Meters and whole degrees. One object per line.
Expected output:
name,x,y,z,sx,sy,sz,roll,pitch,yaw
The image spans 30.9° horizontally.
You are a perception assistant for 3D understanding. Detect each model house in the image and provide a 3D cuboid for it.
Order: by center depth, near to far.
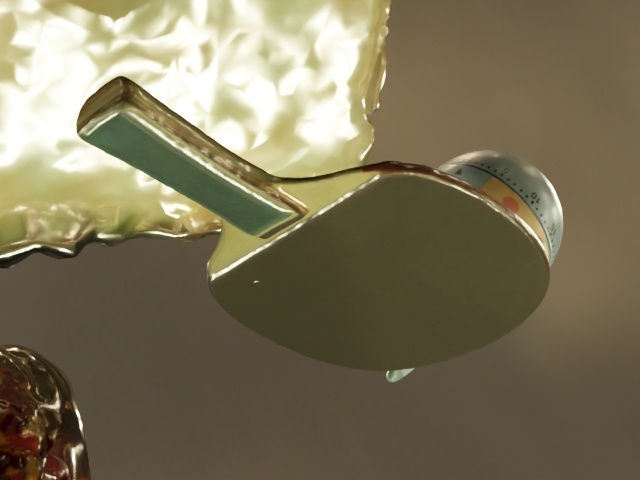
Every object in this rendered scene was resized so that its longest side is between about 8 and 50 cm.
model house,-0.220,-0.238,0.787,0.446,0.395,0.400,-16,-136,-23

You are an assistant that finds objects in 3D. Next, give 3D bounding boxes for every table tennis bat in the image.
table tennis bat,0.000,0.000,0.555,0.154,0.274,0.021,-30,-133,30

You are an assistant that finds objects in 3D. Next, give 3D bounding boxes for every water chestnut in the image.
water chestnut,-0.362,0.240,1.156,0.244,0.289,0.289,-6,-143,-33

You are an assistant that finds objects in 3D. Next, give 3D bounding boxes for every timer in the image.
timer,0.157,0.015,1.183,0.175,0.175,0.255,11,-137,18
